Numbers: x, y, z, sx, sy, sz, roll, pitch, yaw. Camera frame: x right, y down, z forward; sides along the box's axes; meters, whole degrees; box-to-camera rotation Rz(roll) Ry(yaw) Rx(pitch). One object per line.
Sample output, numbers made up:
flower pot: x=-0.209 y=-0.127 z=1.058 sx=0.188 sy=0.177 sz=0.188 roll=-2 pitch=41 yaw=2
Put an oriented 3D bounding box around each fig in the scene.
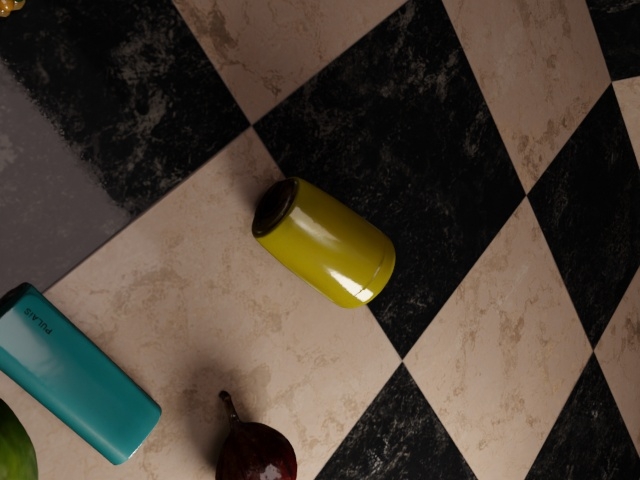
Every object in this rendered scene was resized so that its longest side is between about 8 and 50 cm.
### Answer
fig: x=-0.116 y=0.398 z=0.999 sx=0.149 sy=0.148 sz=0.202 roll=1 pitch=105 yaw=-4

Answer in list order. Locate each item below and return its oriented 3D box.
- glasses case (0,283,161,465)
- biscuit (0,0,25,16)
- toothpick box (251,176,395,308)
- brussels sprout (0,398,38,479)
glasses case: x=-0.380 y=0.213 z=0.850 sx=0.117 sy=0.070 sz=0.301 roll=-49 pitch=117 yaw=-26
biscuit: x=-0.486 y=-0.393 z=0.763 sx=0.170 sy=0.050 sz=0.171 roll=-2 pitch=93 yaw=-37
toothpick box: x=0.000 y=0.000 z=1.069 sx=0.271 sy=0.175 sz=0.175 roll=36 pitch=70 yaw=-28
brussels sprout: x=-0.520 y=0.294 z=0.616 sx=0.354 sy=0.289 sz=0.282 roll=0 pitch=103 yaw=-15
